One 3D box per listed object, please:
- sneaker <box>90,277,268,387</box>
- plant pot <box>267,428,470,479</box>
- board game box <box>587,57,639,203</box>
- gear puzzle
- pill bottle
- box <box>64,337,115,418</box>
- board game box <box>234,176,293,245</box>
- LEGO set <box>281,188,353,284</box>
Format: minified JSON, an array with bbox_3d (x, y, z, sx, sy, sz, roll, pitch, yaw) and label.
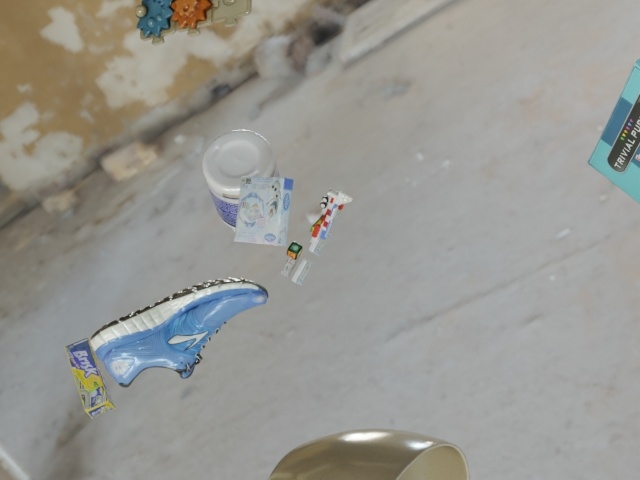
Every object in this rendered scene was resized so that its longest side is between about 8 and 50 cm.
[{"bbox_3d":[-0.244,0.169,2.096,0.330,0.147,0.130,-24,5,-8],"label":"sneaker"},{"bbox_3d":[0.035,0.352,1.440,0.191,0.284,0.284,20,54,33],"label":"plant pot"},{"bbox_3d":[0.561,-0.095,1.619,0.079,0.336,0.254,-40,-19,-22],"label":"board game box"},{"bbox_3d":[-0.186,-0.449,1.968,0.338,0.044,0.176,-7,74,30],"label":"gear puzzle"},{"bbox_3d":[-0.115,-0.079,1.794,0.112,0.187,0.112,-2,62,4],"label":"pill bottle"},{"bbox_3d":[-0.513,0.305,2.547,0.059,0.054,0.169,-23,60,-5],"label":"box"},{"bbox_3d":[-0.077,-0.040,1.533,0.090,0.020,0.090,5,87,47],"label":"board game box"},{"bbox_3d":[0.000,0.000,2.108,0.182,0.060,0.244,-60,-11,-2],"label":"LEGO set"}]
